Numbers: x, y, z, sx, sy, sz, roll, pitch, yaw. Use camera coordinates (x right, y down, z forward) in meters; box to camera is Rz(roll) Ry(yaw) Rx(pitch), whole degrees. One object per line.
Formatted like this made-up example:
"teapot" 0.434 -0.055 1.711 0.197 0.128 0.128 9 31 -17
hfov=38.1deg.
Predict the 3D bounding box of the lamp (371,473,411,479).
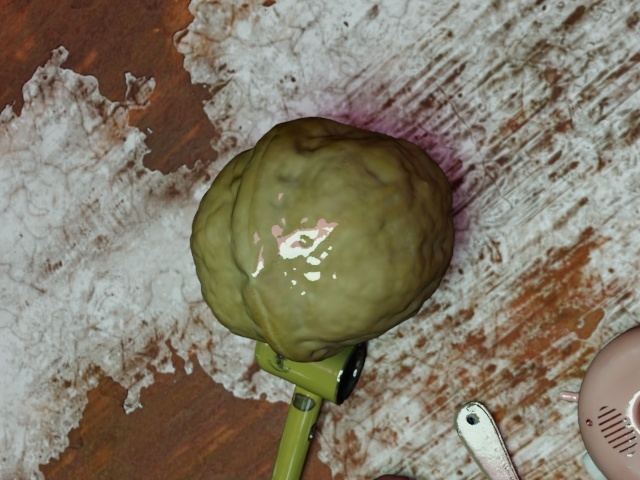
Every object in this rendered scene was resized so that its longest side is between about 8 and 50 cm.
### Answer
"lamp" 0.096 0.364 1.226 0.107 0.092 0.108 0 90 21

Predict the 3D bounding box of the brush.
"brush" 0.259 0.360 1.182 0.070 0.065 0.327 -32 79 21

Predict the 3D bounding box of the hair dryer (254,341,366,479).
"hair dryer" -0.039 0.247 1.288 0.135 0.090 0.279 19 104 19

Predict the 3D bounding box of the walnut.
"walnut" 0.000 -0.004 1.126 0.306 0.344 0.306 7 109 21

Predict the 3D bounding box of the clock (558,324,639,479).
"clock" 0.411 0.207 1.081 0.241 0.142 0.227 -42 77 20
